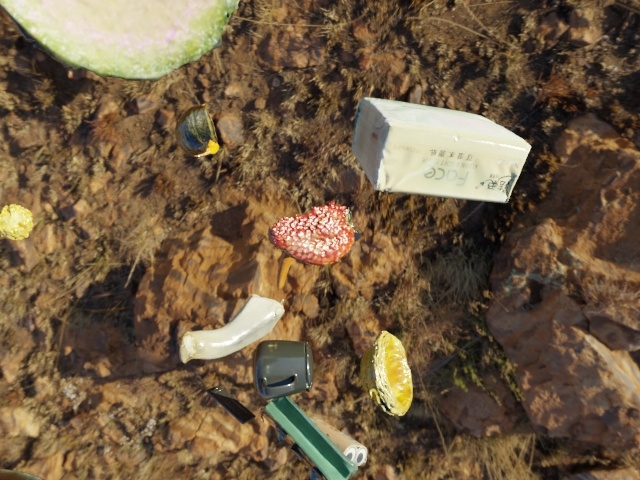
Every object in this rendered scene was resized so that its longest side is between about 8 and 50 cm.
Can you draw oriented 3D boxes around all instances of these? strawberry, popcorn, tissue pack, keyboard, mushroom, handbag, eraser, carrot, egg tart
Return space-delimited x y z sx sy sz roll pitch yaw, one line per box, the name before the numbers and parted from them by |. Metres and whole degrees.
strawberry | 0.000 0.005 1.015 0.235 0.107 0.175 -25 143 -17
popcorn | -0.706 -0.041 0.934 0.083 0.057 0.082 -27 90 -19
tissue pack | 0.322 -0.267 1.187 0.404 0.332 0.206 4 118 -11
keyboard | -0.316 0.571 1.424 0.204 0.061 0.013 23 106 33
mushroom | -0.195 0.204 0.940 0.099 0.278 0.096 8 116 47
handbag | -0.049 0.631 1.261 0.326 0.089 0.239 39 148 19
eraser | 0.051 0.874 1.780 0.171 0.087 0.290 32 164 -39
carrot | -0.144 0.092 1.731 0.062 0.066 0.271 38 108 27
egg tart | 0.302 0.618 1.901 0.168 0.388 0.388 -17 111 30

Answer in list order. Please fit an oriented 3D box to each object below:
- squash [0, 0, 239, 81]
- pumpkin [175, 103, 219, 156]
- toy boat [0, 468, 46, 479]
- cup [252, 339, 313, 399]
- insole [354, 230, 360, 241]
squash | -0.250 -0.391 0.555 0.310 0.309 0.311 -4 116 -9
pumpkin | -0.331 -0.283 1.079 0.107 0.183 0.119 -14 91 -13
toy boat | -0.463 0.374 0.525 0.261 0.114 0.115 1 85 5
cup | -0.107 0.385 1.184 0.176 0.223 0.170 -1 99 -4
insole | 0.032 0.004 1.574 0.253 0.005 0.086 -9 141 -5
